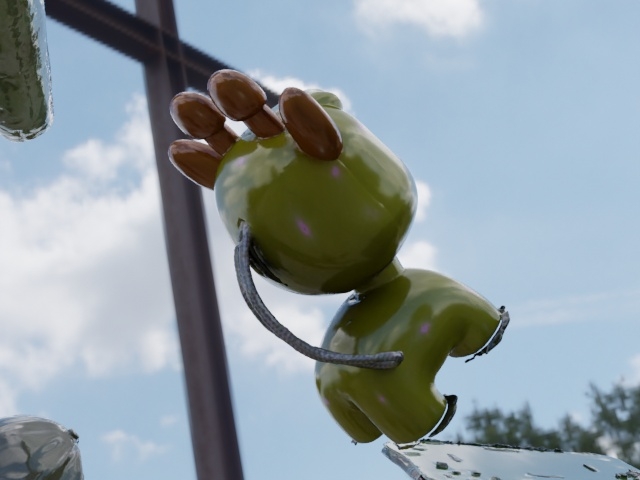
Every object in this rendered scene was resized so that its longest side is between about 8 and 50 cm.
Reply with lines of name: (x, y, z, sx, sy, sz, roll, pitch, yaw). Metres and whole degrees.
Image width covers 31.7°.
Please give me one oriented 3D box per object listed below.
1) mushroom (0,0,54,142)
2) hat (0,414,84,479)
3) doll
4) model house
mushroom: (-0.246, -0.178, 0.834, 0.087, 0.107, 0.333, -14, -16, -12)
hat: (-0.317, 0.202, 0.990, 0.173, 0.166, 0.144, 29, -83, -42)
doll: (0.000, 0.000, 0.621, 0.221, 0.135, 0.143, 51, -29, -18)
model house: (0.213, 0.308, 1.172, 0.294, 0.154, 0.207, 8, 4, -17)
